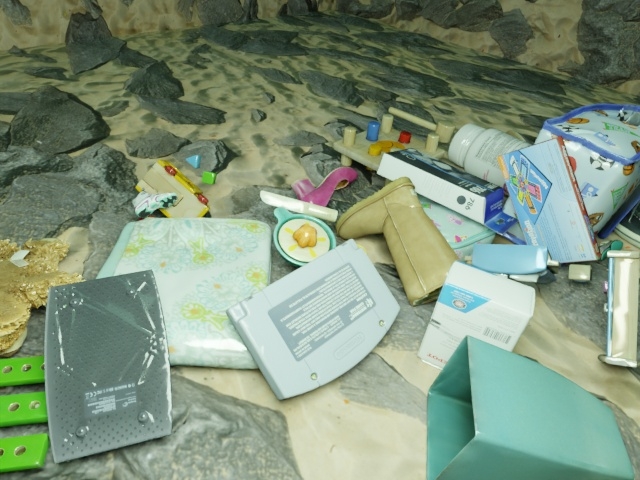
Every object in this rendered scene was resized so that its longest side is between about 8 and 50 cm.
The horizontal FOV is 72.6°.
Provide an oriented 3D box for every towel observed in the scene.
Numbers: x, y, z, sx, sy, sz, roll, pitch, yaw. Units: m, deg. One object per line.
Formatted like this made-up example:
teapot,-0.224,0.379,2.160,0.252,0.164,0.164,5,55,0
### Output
towel,-0.260,0.082,0.860,0.321,0.090,0.374,2,39,-5

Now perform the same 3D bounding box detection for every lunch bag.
lunch bag,0.284,-0.054,1.092,0.224,0.107,0.279,-19,45,-29
lunch bag,0.675,-0.154,1.099,0.386,0.327,0.239,-26,53,-36

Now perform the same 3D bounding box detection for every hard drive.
hard drive,-0.318,0.182,0.665,0.172,0.054,0.254,-10,70,-12

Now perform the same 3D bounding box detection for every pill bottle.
pill bottle,0.544,-0.241,1.325,0.161,0.160,0.283,-23,47,-32

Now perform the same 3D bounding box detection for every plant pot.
plant pot,0.298,0.280,0.636,0.235,0.165,0.165,16,39,2

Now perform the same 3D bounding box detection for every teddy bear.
teddy bear,-0.570,0.097,0.801,0.245,0.112,0.338,-13,34,-33

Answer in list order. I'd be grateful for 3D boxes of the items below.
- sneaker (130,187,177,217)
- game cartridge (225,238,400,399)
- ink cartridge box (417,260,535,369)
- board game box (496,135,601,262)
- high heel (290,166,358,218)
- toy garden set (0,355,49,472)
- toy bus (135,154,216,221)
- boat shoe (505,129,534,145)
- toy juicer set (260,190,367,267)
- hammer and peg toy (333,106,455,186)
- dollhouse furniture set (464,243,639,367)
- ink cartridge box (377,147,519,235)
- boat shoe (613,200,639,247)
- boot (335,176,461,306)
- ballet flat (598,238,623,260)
sneaker,-0.383,-0.099,0.993,0.098,0.038,0.069,-28,61,-24
game cartridge,0.004,0.137,0.780,0.297,0.062,0.197,-28,87,-36
ink cartridge box,0.267,0.150,0.767,0.140,0.190,0.082,21,39,17
board game box,0.515,-0.081,0.990,0.027,0.281,0.145,-27,8,-36
high heel,0.037,-0.131,1.201,0.244,0.082,0.117,-18,72,-45
toy garden set,-0.486,0.283,0.609,0.204,0.049,0.244,-2,40,-13
toy bus,-0.338,-0.102,1.062,0.191,0.201,0.104,-1,8,2
boat shoe,0.691,-0.262,1.426,0.093,0.102,0.285,1,42,-16
toy juicer set,0.000,0.000,0.935,0.210,0.089,0.328,-2,55,-20
hammer and peg toy,0.247,-0.304,1.389,0.362,0.127,0.266,-28,48,-36
dollhouse furniture set,0.477,0.131,0.915,0.304,0.197,0.287,3,-10,35
ink cartridge box,0.318,-0.131,1.055,0.333,0.065,0.165,32,30,24
boat shoe,0.908,-0.123,1.235,0.187,0.155,0.499,5,40,-5
boot,0.162,0.021,0.969,0.089,0.236,0.269,12,50,-47
ballet flat,0.735,0.019,1.124,0.115,0.041,0.041,-18,45,-29
